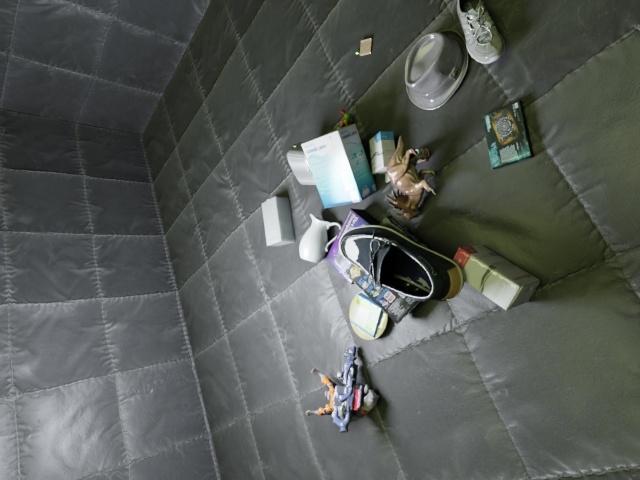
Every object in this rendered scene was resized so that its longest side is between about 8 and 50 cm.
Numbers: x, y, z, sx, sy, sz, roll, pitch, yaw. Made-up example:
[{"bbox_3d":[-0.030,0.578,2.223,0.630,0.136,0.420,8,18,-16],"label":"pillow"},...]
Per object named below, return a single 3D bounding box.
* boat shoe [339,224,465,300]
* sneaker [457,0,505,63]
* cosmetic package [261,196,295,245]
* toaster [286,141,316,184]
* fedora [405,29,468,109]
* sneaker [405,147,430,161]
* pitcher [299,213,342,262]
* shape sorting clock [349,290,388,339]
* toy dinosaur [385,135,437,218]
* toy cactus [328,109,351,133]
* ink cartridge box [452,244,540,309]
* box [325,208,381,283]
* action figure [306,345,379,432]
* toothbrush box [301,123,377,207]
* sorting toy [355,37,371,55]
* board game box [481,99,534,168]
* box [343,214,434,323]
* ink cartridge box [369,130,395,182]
[{"bbox_3d":[0.230,0.070,1.364,0.500,0.156,0.187,24,117,44],"label":"boat shoe"},{"bbox_3d":[0.505,-0.701,1.319,0.105,0.115,0.281,-29,68,26],"label":"sneaker"},{"bbox_3d":[-0.219,-0.096,2.083,0.127,0.107,0.238,-16,75,45],"label":"cosmetic package"},{"bbox_3d":[-0.045,-0.341,1.853,0.146,0.129,0.227,14,140,44],"label":"toaster"},{"bbox_3d":[0.388,-0.622,1.445,0.244,0.124,0.275,54,125,32],"label":"fedora"},{"bbox_3d":[0.331,-0.304,1.535,0.161,0.075,0.057,-28,70,42],"label":"sneaker"},{"bbox_3d":[0.000,0.000,1.853,0.177,0.125,0.207,18,91,29],"label":"pitcher"},{"bbox_3d":[0.200,0.309,1.687,0.206,0.040,0.206,-3,85,49],"label":"shape sorting clock"},{"bbox_3d":[0.303,-0.219,1.464,0.200,0.127,0.296,-26,93,36],"label":"toy dinosaur"},{"bbox_3d":[0.099,-0.445,1.770,0.180,0.112,0.219,37,107,29],"label":"toy cactus"},{"bbox_3d":[0.538,0.108,1.256,0.218,0.158,0.092,39,120,40],"label":"ink cartridge box"},{"bbox_3d":[0.156,0.024,1.696,0.184,0.103,0.261,41,118,35],"label":"box"},{"bbox_3d":[0.106,0.636,1.741,0.330,0.178,0.341,-3,60,39],"label":"action figure"},{"bbox_3d":[0.078,-0.304,1.684,0.216,0.126,0.296,-8,110,46],"label":"toothbrush box"},{"bbox_3d":[0.185,-0.827,1.736,0.083,0.012,0.062,9,101,42],"label":"sorting toy"},{"bbox_3d":[0.597,-0.337,1.297,0.126,0.026,0.186,-15,79,45],"label":"board game box"},{"bbox_3d":[0.278,0.110,1.516,0.293,0.073,0.295,43,116,18],"label":"box"},{"bbox_3d":[0.249,-0.328,1.605,0.104,0.060,0.180,156,110,-71],"label":"ink cartridge box"}]
